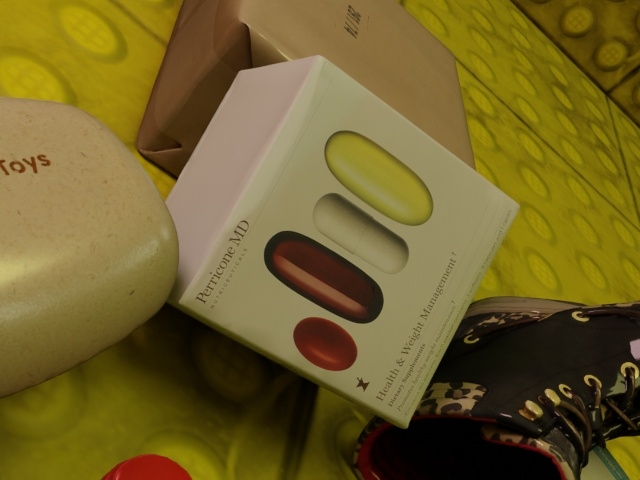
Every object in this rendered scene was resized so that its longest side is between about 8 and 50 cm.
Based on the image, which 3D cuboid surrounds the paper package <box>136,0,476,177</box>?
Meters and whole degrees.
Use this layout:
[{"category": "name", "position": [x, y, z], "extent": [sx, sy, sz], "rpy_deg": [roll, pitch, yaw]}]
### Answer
[{"category": "paper package", "position": [0.000, -0.155, 0.894], "extent": [0.309, 0.168, 0.325], "rpy_deg": [34, 33, -23]}]

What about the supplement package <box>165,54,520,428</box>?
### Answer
[{"category": "supplement package", "position": [0.000, 0.000, 0.653], "extent": [0.203, 0.194, 0.149], "rpy_deg": [32, -9, -26]}]

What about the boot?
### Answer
[{"category": "boot", "position": [0.235, 0.139, 0.720], "extent": [0.284, 0.377, 0.138], "rpy_deg": [-27, 114, -53]}]

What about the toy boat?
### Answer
[{"category": "toy boat", "position": [-0.179, 0.063, 0.466], "extent": [0.267, 0.148, 0.318], "rpy_deg": [-13, 61, -45]}]

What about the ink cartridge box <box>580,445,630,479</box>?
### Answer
[{"category": "ink cartridge box", "position": [0.229, 0.262, 0.789], "extent": [0.090, 0.092, 0.143], "rpy_deg": [56, 32, 13]}]
